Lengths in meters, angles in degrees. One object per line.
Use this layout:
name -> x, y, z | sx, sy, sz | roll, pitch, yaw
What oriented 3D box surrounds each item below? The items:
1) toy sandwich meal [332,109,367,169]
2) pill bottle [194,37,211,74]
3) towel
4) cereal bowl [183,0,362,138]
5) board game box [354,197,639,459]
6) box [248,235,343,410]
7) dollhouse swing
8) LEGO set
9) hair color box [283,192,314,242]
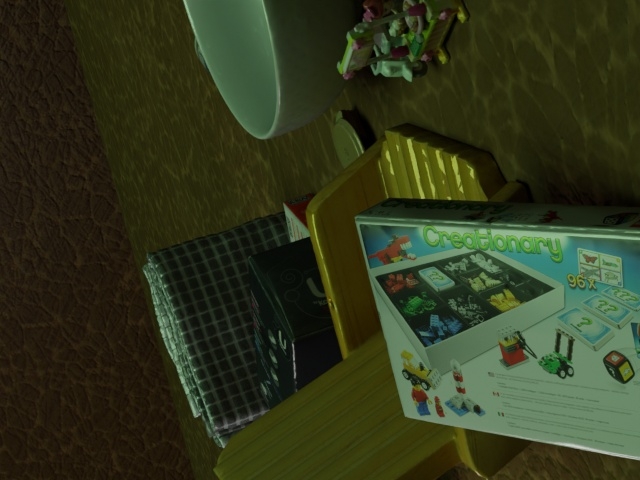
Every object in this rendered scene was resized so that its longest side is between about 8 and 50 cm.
toy sandwich meal -> 0.041, -0.108, 1.770 | 0.085, 0.029, 0.085 | 55, 158, 34
pill bottle -> -0.090, -0.223, 1.967 | 0.169, 0.094, 0.094 | -127, 23, -49
towel -> -0.092, 0.118, 2.142 | 0.284, 0.235, 0.121 | 68, 159, 11
cereal bowl -> -0.050, -0.284, 1.648 | 0.339, 0.141, 0.339 | 161, 90, -76
board game box -> 0.168, 0.067, 1.236 | 0.305, 0.053, 0.193 | 5, 115, 47
box -> 0.017, 0.128, 1.881 | 0.270, 0.165, 0.143 | 88, 158, -49
dollhouse swing -> 0.024, 0.091, 1.536 | 0.347, 0.305, 0.315 | -146, 39, -68
LEGO set -> 0.056, -0.241, 1.381 | 0.287, 0.107, 0.132 | 88, 158, -49
hair color box -> 0.000, 0.000, 2.024 | 0.141, 0.043, 0.072 | -133, 28, -55
